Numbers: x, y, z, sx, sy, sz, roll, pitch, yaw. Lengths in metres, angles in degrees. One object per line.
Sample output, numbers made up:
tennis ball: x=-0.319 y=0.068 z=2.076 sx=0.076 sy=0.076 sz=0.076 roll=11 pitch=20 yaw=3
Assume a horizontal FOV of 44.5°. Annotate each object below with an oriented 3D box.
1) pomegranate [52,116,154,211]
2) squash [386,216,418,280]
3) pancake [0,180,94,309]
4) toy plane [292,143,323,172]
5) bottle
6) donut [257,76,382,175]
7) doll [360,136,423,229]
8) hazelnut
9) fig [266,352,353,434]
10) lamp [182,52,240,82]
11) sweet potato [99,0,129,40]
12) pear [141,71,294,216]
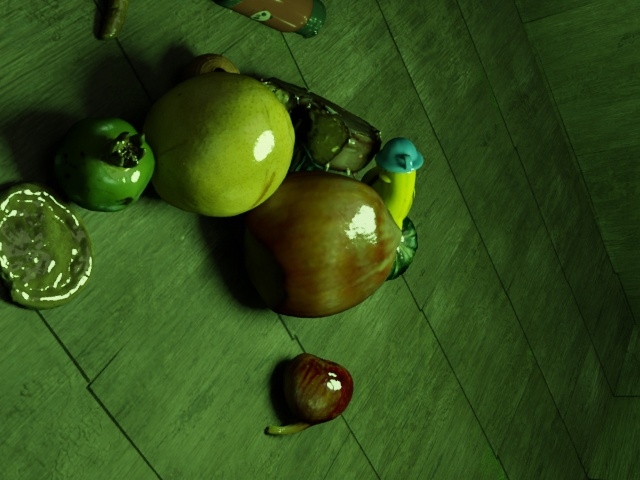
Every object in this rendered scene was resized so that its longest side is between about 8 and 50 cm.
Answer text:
pomegranate: x=-0.389 y=-0.147 z=1.445 sx=0.187 sy=0.225 sz=0.186 roll=8 pitch=76 yaw=-35
squash: x=0.162 y=0.009 z=2.127 sx=0.218 sy=0.172 sz=0.218 roll=3 pitch=74 yaw=-12
pancake: x=-0.507 y=0.009 z=1.418 sx=0.222 sy=0.042 sz=0.236 roll=-17 pitch=96 yaw=-49
toy plane: x=-0.052 y=-0.140 z=2.000 sx=0.096 sy=0.060 sz=0.235 roll=41 pitch=57 yaw=-23
bottle: x=-0.119 y=-0.597 z=1.933 sx=0.336 sy=0.144 sz=0.143 roll=11 pitch=75 yaw=-52
donut: x=-0.002 y=-0.274 z=1.907 sx=0.259 sy=0.345 sz=0.136 roll=0 pitch=121 yaw=-60
doll: x=0.173 y=-0.120 z=1.885 sx=0.145 sy=0.363 sz=0.199 roll=-14 pitch=74 yaw=-12
hazelnut: x=-0.009 y=0.000 z=1.790 sx=0.366 sy=0.366 sz=0.365 roll=12 pitch=74 yaw=-49
fig: x=-0.019 y=0.383 z=1.875 sx=0.175 sy=0.175 sz=0.207 roll=27 pitch=78 yaw=-46
lamp: x=-0.241 y=-0.348 z=1.739 sx=0.136 sy=0.136 sz=0.136 roll=12 pitch=74 yaw=-49
sweet potato: x=-0.384 y=-0.562 z=1.645 sx=0.346 sy=0.079 sz=0.108 roll=-64 pitch=142 yaw=-31
pear: x=-0.205 y=-0.194 z=1.608 sx=0.314 sy=0.314 sz=0.314 roll=12 pitch=74 yaw=-49
